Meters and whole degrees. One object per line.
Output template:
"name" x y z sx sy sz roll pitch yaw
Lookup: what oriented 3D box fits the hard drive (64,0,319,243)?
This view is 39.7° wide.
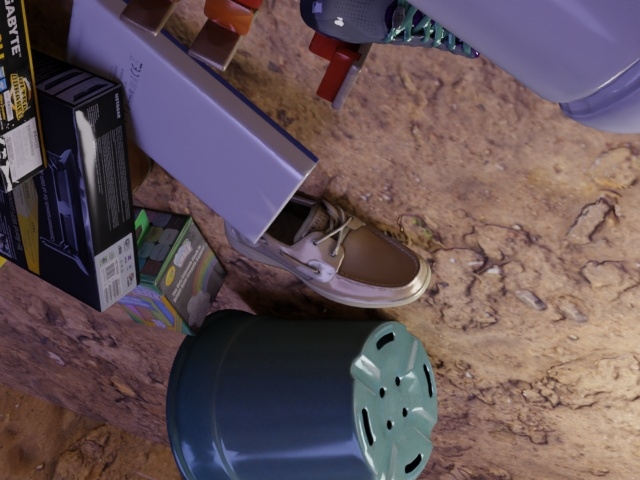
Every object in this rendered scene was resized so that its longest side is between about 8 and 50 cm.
"hard drive" -0.164 -0.144 1.053 0.318 0.040 0.210 40 151 -2

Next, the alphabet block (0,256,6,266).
"alphabet block" -0.563 -0.060 1.358 0.193 0.192 0.197 42 178 -32

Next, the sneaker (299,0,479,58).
"sneaker" 0.088 -0.182 0.688 0.098 0.223 0.083 37 124 33

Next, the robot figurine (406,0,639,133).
"robot figurine" 0.168 -0.205 0.582 0.353 0.200 0.300 32 -169 -14

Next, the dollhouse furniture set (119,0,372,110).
"dollhouse furniture set" -0.064 -0.239 0.778 0.259 0.135 0.262 26 152 -3

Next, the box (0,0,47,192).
"box" -0.476 -0.220 1.007 0.321 0.079 0.257 18 130 19

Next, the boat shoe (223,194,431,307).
"boat shoe" 0.000 0.000 1.175 0.302 0.109 0.098 21 154 19

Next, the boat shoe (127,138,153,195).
"boat shoe" -0.331 -0.071 1.296 0.122 0.120 0.324 28 152 -7

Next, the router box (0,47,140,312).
"router box" -0.358 -0.087 1.148 0.242 0.081 0.309 25 132 25

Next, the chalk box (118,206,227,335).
"chalk box" -0.265 0.037 1.418 0.132 0.132 0.213 9 147 27

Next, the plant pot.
"plant pot" -0.012 0.269 1.441 0.334 0.341 0.341 -8 138 34
